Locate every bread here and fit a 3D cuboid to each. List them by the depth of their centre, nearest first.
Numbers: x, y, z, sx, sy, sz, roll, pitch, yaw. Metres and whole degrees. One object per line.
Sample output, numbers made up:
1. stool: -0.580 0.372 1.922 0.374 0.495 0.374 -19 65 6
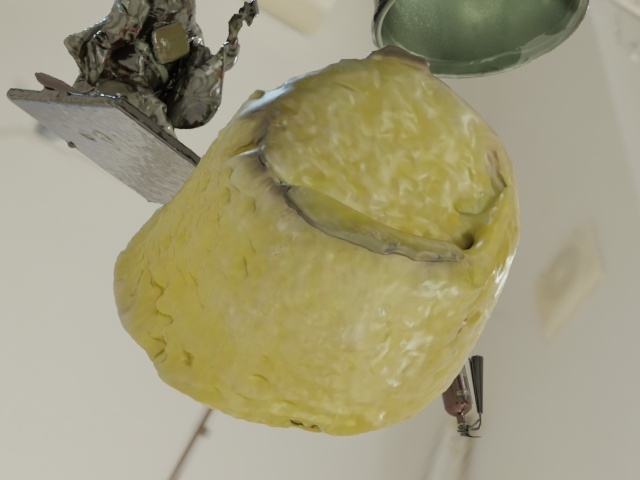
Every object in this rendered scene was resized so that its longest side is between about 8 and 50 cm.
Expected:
1. bread: 0.001 0.004 0.873 0.170 0.197 0.197 -62 -179 41

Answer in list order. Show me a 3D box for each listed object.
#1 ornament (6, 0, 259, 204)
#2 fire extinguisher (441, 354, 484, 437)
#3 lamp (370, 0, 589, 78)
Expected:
1. ornament: -0.098 -0.144 1.192 0.153 0.166 0.196 8 -113 49
2. fire extinguisher: 0.120 0.122 1.373 0.032 0.046 0.100 -23 -115 27
3. lamp: 0.088 -0.248 1.149 0.147 0.172 0.227 -36 -127 44
